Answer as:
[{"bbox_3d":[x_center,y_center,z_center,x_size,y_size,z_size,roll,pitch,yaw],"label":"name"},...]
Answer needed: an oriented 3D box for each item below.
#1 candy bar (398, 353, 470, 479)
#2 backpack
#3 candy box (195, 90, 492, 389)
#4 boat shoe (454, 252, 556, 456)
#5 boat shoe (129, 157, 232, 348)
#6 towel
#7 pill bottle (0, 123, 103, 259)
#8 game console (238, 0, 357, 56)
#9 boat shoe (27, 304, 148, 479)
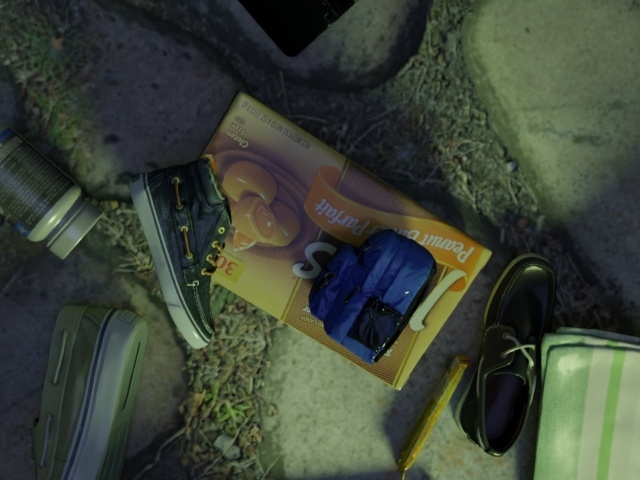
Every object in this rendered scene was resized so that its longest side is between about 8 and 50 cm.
[{"bbox_3d":[0.130,0.203,1.006,0.018,0.040,0.161,29,95,-1],"label":"candy bar"},{"bbox_3d":[0.052,0.045,0.850,0.101,0.098,0.120,35,97,-8],"label":"backpack"},{"bbox_3d":[0.000,0.000,0.932,0.316,0.087,0.183,32,96,-11],"label":"candy box"},{"bbox_3d":[0.223,0.131,0.986,0.084,0.079,0.233,16,96,-7],"label":"boat shoe"},{"bbox_3d":[-0.118,0.013,0.846,0.083,0.065,0.183,-17,102,1],"label":"boat shoe"},{"bbox_3d":[0.402,0.226,0.946,0.325,0.038,0.248,6,109,19],"label":"towel"},{"bbox_3d":[-0.299,-0.048,0.896,0.137,0.078,0.078,42,93,-11],"label":"pill bottle"},{"bbox_3d":[-0.025,-0.280,0.921,0.122,0.071,0.107,48,62,-12],"label":"game console"},{"bbox_3d":[-0.267,0.215,0.945,0.094,0.109,0.302,14,89,7],"label":"boat shoe"}]
